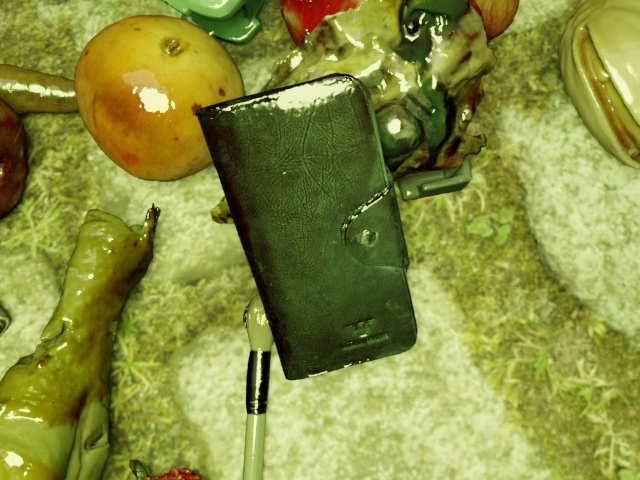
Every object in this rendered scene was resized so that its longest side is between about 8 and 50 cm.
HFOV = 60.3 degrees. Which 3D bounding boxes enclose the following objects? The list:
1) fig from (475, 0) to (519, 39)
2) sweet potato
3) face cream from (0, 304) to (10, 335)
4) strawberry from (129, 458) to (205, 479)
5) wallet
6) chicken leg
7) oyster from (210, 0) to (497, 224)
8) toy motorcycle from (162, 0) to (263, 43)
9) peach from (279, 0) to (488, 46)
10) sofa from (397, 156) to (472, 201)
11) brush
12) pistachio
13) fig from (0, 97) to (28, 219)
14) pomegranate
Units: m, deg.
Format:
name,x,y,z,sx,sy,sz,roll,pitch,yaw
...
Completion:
name,x,y,z,sx,sy,sz,roll,pitch,yaw
fig,0.208,-0.310,0.693,0.119,0.153,0.119,-3,100,-19
sweet potato,-0.403,-0.189,0.703,0.243,0.077,0.077,-10,76,-9
face cream,-0.482,0.014,0.649,0.073,0.073,0.283,-44,80,-9
strawberry,-0.159,0.324,0.567,0.140,0.085,0.193,-10,78,-4
wallet,0.000,0.000,0.571,0.172,0.045,0.318,-13,112,6
chicken leg,-0.276,0.148,0.580,0.152,0.201,0.430,19,69,-11
oyster,0.012,-0.124,0.589,0.360,0.096,0.221,-20,114,14
toy motorcycle,-0.209,-0.363,0.639,0.326,0.191,0.200,29,98,-4
peach,0.056,-0.259,0.644,0.154,0.159,0.267,-47,64,-1
sofa,0.128,-0.129,0.685,0.085,0.060,0.147,-10,77,-1
brush,-0.076,0.207,0.618,0.038,0.042,0.300,0,77,19
pistachio,0.370,-0.198,0.668,0.152,0.126,0.223,-4,74,-37
fig,-0.482,-0.113,0.618,0.274,0.170,0.146,16,32,-9
pomegranate,-0.183,-0.163,0.636,0.191,0.191,0.192,0,76,1
